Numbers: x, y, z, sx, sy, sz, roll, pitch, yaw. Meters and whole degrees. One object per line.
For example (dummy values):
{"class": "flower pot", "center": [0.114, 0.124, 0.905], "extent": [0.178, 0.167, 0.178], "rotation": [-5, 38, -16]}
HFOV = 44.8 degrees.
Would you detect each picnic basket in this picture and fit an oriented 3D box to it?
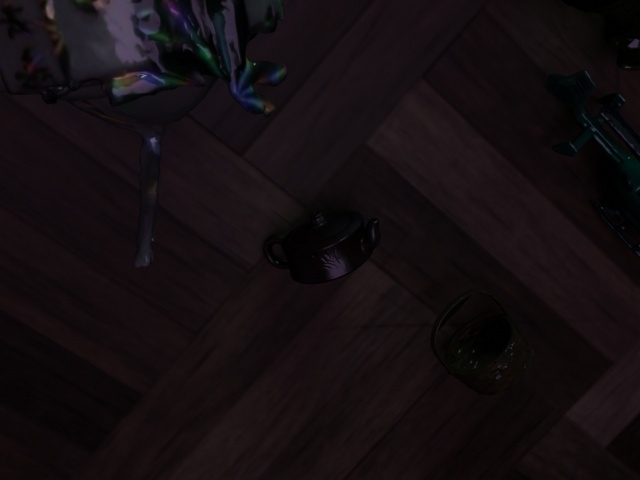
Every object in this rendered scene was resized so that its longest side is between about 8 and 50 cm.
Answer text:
{"class": "picnic basket", "center": [0.129, 0.082, 0.639], "extent": [0.072, 0.072, 0.083], "rotation": [-39, 114, 3]}

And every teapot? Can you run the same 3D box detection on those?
{"class": "teapot", "center": [0.000, 0.000, 0.578], "extent": [0.100, 0.068, 0.045], "rotation": [-9, 113, 26]}

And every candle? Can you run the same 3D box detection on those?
{"class": "candle", "center": [-0.117, -0.154, 0.424], "extent": [0.188, 0.187, 0.330], "rotation": [-16, 115, -8]}

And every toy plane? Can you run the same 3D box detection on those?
{"class": "toy plane", "center": [0.254, -0.042, 0.610], "extent": [0.060, 0.096, 0.235], "rotation": [-44, 96, 2]}

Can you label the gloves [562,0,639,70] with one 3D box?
{"class": "gloves", "center": [0.271, -0.173, 0.552], "extent": [0.268, 0.107, 0.135], "rotation": [13, 128, -30]}
